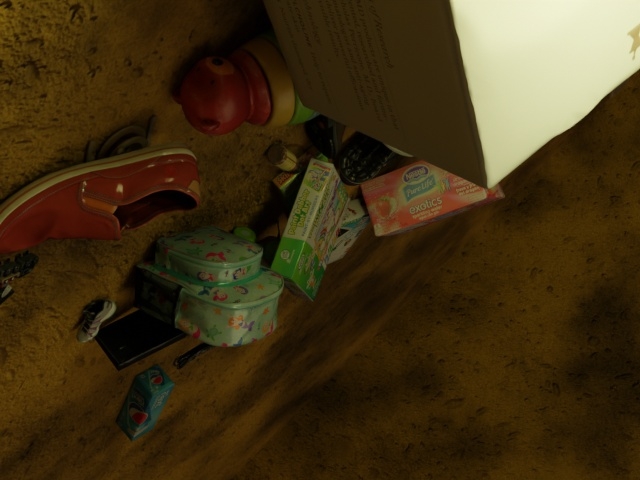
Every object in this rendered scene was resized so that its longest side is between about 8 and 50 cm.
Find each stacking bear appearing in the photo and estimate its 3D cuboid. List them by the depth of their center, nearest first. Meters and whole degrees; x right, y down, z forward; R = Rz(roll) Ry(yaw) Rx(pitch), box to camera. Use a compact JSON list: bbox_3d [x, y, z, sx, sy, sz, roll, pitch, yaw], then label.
[{"bbox_3d":[-0.081,-0.247,1.523,0.289,0.175,0.164,-23,148,-27],"label":"stacking bear"}]

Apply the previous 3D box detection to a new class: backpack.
[{"bbox_3d":[-0.197,0.090,1.868,0.225,0.253,0.191,-18,130,-52],"label":"backpack"}]

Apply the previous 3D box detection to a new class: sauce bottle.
[{"bbox_3d":[-0.067,-0.155,1.935,0.042,0.042,0.128,-45,162,4],"label":"sauce bottle"}]

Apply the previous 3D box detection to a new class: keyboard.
[{"bbox_3d":[-0.264,0.172,1.950,0.317,0.201,0.033,-27,134,-24],"label":"keyboard"}]

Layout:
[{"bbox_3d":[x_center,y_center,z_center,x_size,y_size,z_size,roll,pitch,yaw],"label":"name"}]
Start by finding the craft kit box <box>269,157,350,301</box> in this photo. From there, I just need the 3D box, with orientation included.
[{"bbox_3d":[-0.017,-0.017,2.064,0.246,0.060,0.250,48,60,-71],"label":"craft kit box"}]

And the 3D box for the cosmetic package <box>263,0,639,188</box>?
[{"bbox_3d":[0.159,-0.332,1.263,0.329,0.393,0.328,-38,130,-20],"label":"cosmetic package"}]

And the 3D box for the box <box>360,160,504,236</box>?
[{"bbox_3d":[0.269,-0.120,2.400,0.299,0.142,0.154,-20,174,27],"label":"box"}]

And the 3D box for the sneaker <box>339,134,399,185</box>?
[{"bbox_3d":[0.150,-0.229,2.196,0.283,0.107,0.124,-38,177,-6],"label":"sneaker"}]

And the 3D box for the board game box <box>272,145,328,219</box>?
[{"bbox_3d":[-0.030,-0.111,2.130,0.124,0.039,0.259,-41,160,-8],"label":"board game box"}]

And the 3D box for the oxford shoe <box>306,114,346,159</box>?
[{"bbox_3d":[0.028,-0.232,1.904,0.096,0.083,0.227,-42,164,-19],"label":"oxford shoe"}]

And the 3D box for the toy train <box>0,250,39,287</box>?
[{"bbox_3d":[-0.448,0.048,1.400,0.036,0.027,0.158,-61,174,17],"label":"toy train"}]

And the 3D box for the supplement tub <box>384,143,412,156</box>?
[{"bbox_3d":[0.260,-0.309,1.992,0.316,0.228,0.228,-30,158,-39],"label":"supplement tub"}]

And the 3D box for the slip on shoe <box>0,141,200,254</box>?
[{"bbox_3d":[-0.327,-0.046,1.440,0.331,0.101,0.123,-19,158,-16],"label":"slip on shoe"}]

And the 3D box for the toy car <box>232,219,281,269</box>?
[{"bbox_3d":[-0.129,0.030,2.142,0.188,0.148,0.155,-63,176,-60],"label":"toy car"}]

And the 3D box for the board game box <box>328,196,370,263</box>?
[{"bbox_3d":[0.000,0.000,2.423,0.305,0.053,0.193,-21,152,-52],"label":"board game box"}]

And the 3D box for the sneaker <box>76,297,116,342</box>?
[{"bbox_3d":[-0.429,0.144,1.839,0.098,0.038,0.069,-53,161,-3],"label":"sneaker"}]

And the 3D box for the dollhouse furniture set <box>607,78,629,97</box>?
[{"bbox_3d":[0.520,-0.362,2.401,0.394,0.256,0.362,-44,162,1],"label":"dollhouse furniture set"}]

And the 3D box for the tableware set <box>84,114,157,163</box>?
[{"bbox_3d":[-0.308,-0.098,1.534,0.128,0.039,0.194,-30,158,-38],"label":"tableware set"}]

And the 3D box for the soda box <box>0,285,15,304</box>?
[{"bbox_3d":[-0.497,0.046,1.412,0.053,0.060,0.169,-45,164,-15],"label":"soda box"}]

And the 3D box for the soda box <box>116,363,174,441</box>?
[{"bbox_3d":[-0.421,0.390,2.372,0.071,0.067,0.210,-27,156,-42],"label":"soda box"}]
